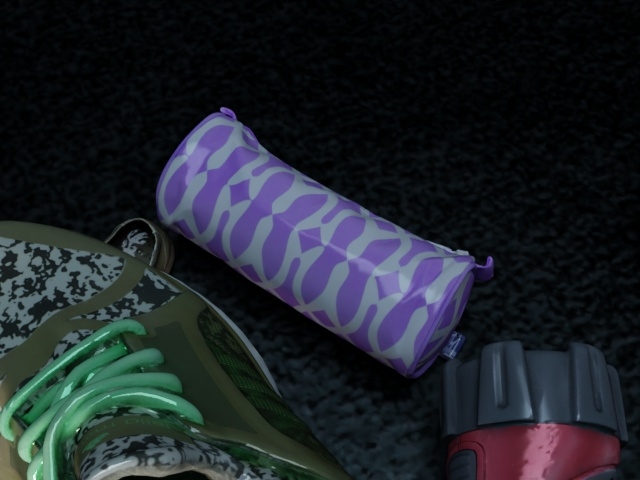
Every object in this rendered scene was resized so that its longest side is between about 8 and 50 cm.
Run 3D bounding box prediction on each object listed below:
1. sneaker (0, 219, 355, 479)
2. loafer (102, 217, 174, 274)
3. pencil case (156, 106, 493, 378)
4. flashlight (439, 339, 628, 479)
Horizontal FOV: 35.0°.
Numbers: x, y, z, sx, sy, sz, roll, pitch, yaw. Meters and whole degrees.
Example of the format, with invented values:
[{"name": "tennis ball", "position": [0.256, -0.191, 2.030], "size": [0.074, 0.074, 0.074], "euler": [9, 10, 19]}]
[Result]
[{"name": "sneaker", "position": [-0.070, 0.096, 0.452], "size": [0.410, 0.182, 0.158], "euler": [38, 73, 27]}, {"name": "loafer", "position": [-0.137, 0.043, 0.607], "size": [0.056, 0.050, 0.148], "euler": [19, 63, 8]}, {"name": "pencil case", "position": [0.000, 0.000, 0.614], "size": [0.206, 0.086, 0.088], "euler": [30, 78, 13]}, {"name": "flashlight", "position": [0.113, 0.207, 0.507], "size": [0.103, 0.103, 0.304], "euler": [-10, 63, 21]}]
